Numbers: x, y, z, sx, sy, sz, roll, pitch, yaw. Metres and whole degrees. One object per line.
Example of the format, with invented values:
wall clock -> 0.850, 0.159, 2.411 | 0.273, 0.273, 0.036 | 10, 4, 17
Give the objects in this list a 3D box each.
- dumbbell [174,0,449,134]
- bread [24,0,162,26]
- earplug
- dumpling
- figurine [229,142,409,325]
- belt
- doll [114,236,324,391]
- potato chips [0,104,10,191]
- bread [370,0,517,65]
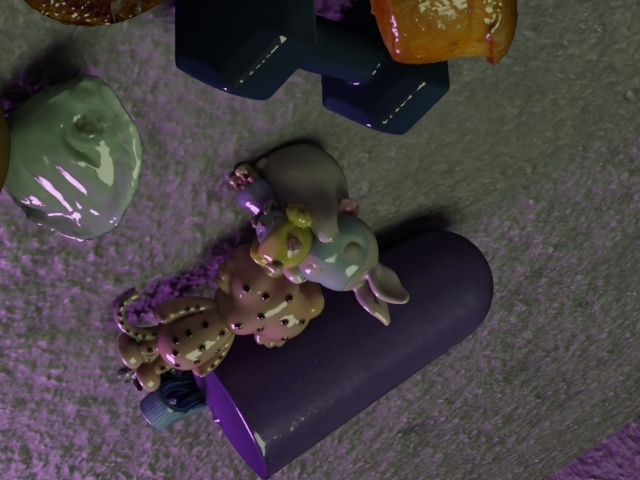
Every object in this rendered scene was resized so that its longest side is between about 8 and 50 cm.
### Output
dumbbell -> -0.003, -0.207, 1.586 | 0.160, 0.144, 0.325 | -42, 152, 26
bread -> -0.195, -0.273, 1.370 | 0.193, 0.064, 0.193 | -21, 146, -15
earplug -> 0.050, 0.139, 2.165 | 0.456, 0.215, 0.215 | -30, 154, -15
dumpling -> -0.253, -0.094, 1.545 | 0.152, 0.108, 0.219 | 33, 139, -22
figurine -> 0.000, 0.000, 1.840 | 0.155, 0.235, 0.127 | 5, 136, -49
belt -> -0.215, 0.218, 2.200 | 0.065, 0.100, 0.179 | -36, 168, 16
doll -> -0.136, 0.098, 1.991 | 0.278, 0.119, 0.154 | -22, 119, 1
potato chips -> -0.370, -0.088, 1.407 | 0.195, 0.062, 0.208 | -13, 118, -34
bread -> 0.109, -0.288, 1.448 | 0.145, 0.268, 0.268 | -14, 153, 2
